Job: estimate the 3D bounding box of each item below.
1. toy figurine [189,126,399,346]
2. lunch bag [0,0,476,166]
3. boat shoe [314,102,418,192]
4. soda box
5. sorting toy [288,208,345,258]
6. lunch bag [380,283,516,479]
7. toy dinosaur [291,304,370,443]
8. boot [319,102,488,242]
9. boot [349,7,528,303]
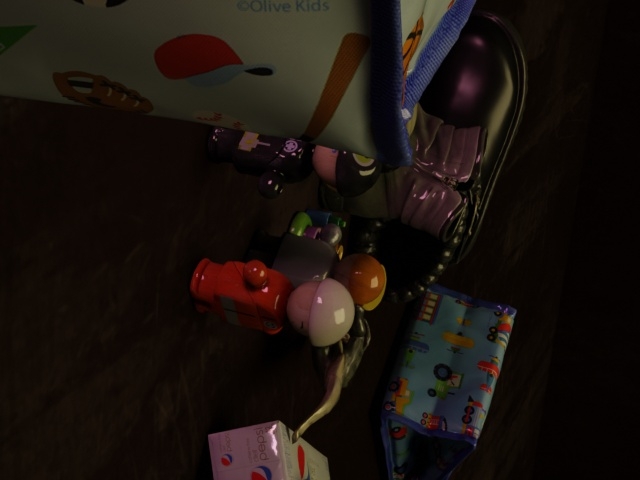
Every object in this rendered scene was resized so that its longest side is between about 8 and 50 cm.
[{"bbox_3d":[-0.007,-0.022,1.483,0.209,0.148,0.213,-22,122,-70],"label":"toy figurine"},{"bbox_3d":[-0.094,-0.242,0.732,0.385,0.328,0.239,87,18,-44],"label":"lunch bag"},{"bbox_3d":[0.031,-0.159,1.577,0.324,0.123,0.120,77,34,-55],"label":"boat shoe"},{"bbox_3d":[-0.044,0.235,1.644,0.216,0.074,0.069,54,26,-68],"label":"soda box"},{"bbox_3d":[0.000,0.000,1.715,0.102,0.042,0.061,42,61,-71],"label":"sorting toy"},{"bbox_3d":[0.158,0.234,2.319,0.293,0.138,0.221,99,10,-58],"label":"lunch bag"},{"bbox_3d":[0.016,0.106,1.678,0.268,0.064,0.118,-57,158,-73],"label":"toy dinosaur"},{"bbox_3d":[0.106,-0.124,1.773,0.083,0.161,0.246,46,57,-71],"label":"boot"},{"bbox_3d":[0.146,-0.104,1.975,0.260,0.131,0.347,-19,120,-71],"label":"boot"}]
